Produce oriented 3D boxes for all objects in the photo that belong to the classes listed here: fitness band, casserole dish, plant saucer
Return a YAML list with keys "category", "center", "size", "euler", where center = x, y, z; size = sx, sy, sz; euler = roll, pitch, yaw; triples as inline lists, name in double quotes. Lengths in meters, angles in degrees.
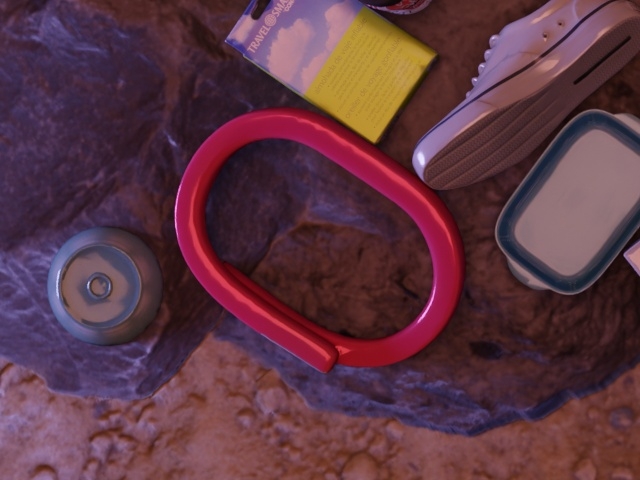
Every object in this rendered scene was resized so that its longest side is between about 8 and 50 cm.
- category: "fitness band"
  center: [0.000, 0.000, 1.785]
  size: [0.291, 0.054, 0.209]
  euler: [34, 104, 6]
- category: "casserole dish"
  center: [0.248, -0.036, 1.771]
  size: [0.114, 0.037, 0.188]
  euler: [37, 96, 7]
- category: "plant saucer"
  center: [-0.216, 0.045, 1.849]
  size: [0.119, 0.021, 0.119]
  euler: [0, 90, 9]

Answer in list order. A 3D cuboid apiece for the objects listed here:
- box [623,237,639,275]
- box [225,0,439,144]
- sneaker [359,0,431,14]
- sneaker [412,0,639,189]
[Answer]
- category: "box"
  center: [0.363, 0.050, 1.706]
  size: [0.091, 0.130, 0.170]
  euler: [-38, 85, 8]
- category: "box"
  center: [0.011, -0.184, 1.802]
  size: [0.178, 0.042, 0.109]
  euler: [35, 95, 6]
- category: "sneaker"
  center: [0.002, -0.312, 1.757]
  size: [0.270, 0.145, 0.090]
  euler: [46, 103, 14]
- category: "sneaker"
  center: [0.186, -0.148, 1.757]
  size: [0.258, 0.094, 0.091]
  euler: [-36, 51, -2]
